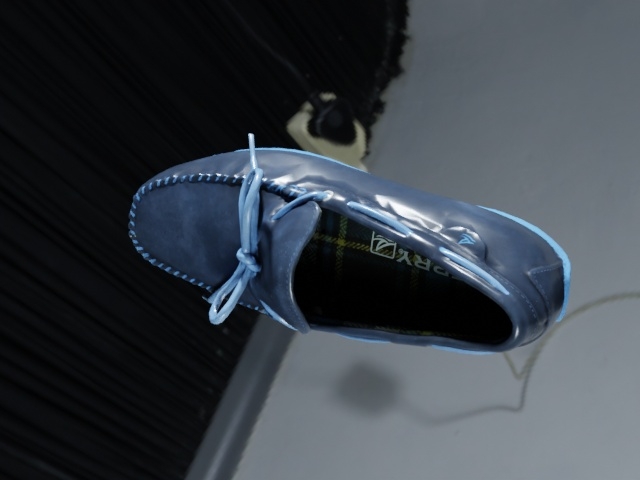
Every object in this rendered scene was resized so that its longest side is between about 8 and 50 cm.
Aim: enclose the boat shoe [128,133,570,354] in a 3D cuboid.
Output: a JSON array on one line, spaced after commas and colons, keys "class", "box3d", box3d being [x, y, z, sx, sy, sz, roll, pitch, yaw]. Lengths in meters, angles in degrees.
[{"class": "boat shoe", "box3d": [0.000, 0.000, 0.519, 0.258, 0.108, 0.089, 5, 18, 24]}]
